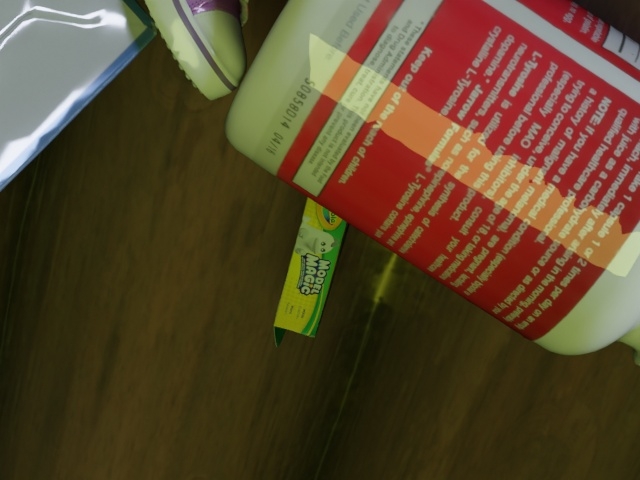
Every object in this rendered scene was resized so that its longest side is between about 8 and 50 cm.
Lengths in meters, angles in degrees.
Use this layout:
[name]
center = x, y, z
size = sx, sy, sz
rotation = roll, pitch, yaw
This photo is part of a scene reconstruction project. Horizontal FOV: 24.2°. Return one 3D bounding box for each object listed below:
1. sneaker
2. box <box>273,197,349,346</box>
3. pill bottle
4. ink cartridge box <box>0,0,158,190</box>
[sneaker]
center = -0.063, -0.251, 1.074
size = 0.161, 0.102, 0.282
rotation = -17, 80, 10
[box]
center = 0.000, 0.000, 1.275
size = 0.043, 0.105, 0.179
rotation = 18, 123, 0
[pill bottle]
center = 0.153, -0.062, 1.108
size = 0.408, 0.229, 0.229
rotation = 33, 121, 0
[ink cartridge box]
center = -0.338, -0.094, 1.129
size = 0.395, 0.270, 0.151
rotation = -7, 126, 54
